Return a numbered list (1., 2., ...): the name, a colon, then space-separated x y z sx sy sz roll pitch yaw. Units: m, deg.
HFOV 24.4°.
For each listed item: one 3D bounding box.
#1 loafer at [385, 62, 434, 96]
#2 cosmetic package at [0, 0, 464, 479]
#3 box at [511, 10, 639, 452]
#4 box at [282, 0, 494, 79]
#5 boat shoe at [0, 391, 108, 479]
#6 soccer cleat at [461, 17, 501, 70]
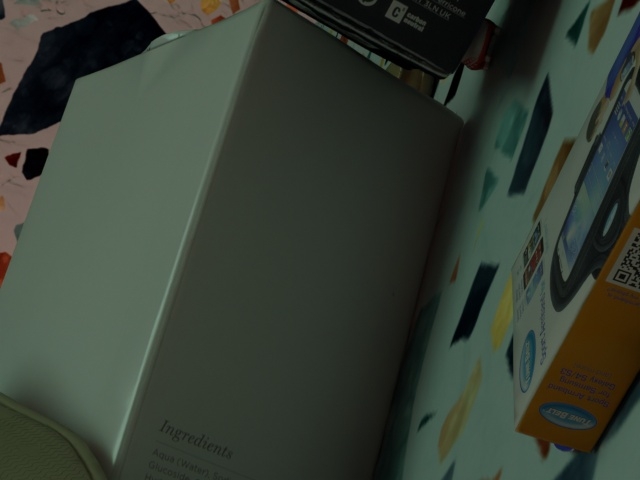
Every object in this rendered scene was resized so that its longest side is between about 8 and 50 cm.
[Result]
1. loafer: 0.039 -0.079 1.011 0.056 0.050 0.148 -86 14 -67
2. cosmetic package: -0.083 0.085 0.799 0.217 0.156 0.385 -8 58 53
3. box: 0.086 -0.003 0.430 0.081 0.028 0.136 -80 12 -55
4. box: 0.058 -0.195 0.726 0.207 0.108 0.153 -60 7 6
5. boat shoe: -0.159 0.121 0.682 0.233 0.084 0.079 24 121 49
6. soccer cleat: 0.076 -0.112 0.816 0.083 0.035 0.029 -103 32 -80
